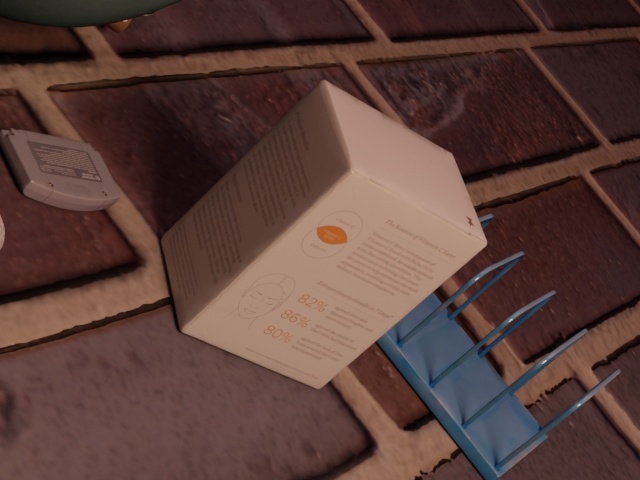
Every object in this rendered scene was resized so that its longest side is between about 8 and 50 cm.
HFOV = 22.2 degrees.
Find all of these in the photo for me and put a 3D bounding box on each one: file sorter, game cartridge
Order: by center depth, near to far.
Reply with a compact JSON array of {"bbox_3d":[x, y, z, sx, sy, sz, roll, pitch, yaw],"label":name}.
[{"bbox_3d":[-0.170,-0.045,1.071,0.083,0.017,0.056,9,41,-52],"label":"game cartridge"},{"bbox_3d":[0.132,0.076,1.258,0.170,0.104,0.118,51,25,10],"label":"file sorter"}]

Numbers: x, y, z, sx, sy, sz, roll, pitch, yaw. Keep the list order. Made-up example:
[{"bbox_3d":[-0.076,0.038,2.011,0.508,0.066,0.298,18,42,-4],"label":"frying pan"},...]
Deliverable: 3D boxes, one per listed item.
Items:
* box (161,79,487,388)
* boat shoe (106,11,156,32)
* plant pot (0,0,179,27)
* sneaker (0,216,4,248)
[{"bbox_3d":[0.000,0.000,1.087,0.130,0.170,0.091,27,32,-37],"label":"box"},{"bbox_3d":[-0.147,-0.213,1.302,0.066,0.066,0.183,47,35,-10],"label":"boat shoe"},{"bbox_3d":[-0.181,-0.258,1.110,0.290,0.195,0.290,15,58,-26],"label":"plant pot"},{"bbox_3d":[-0.314,-0.048,0.726,0.210,0.137,0.366,54,21,16],"label":"sneaker"}]
